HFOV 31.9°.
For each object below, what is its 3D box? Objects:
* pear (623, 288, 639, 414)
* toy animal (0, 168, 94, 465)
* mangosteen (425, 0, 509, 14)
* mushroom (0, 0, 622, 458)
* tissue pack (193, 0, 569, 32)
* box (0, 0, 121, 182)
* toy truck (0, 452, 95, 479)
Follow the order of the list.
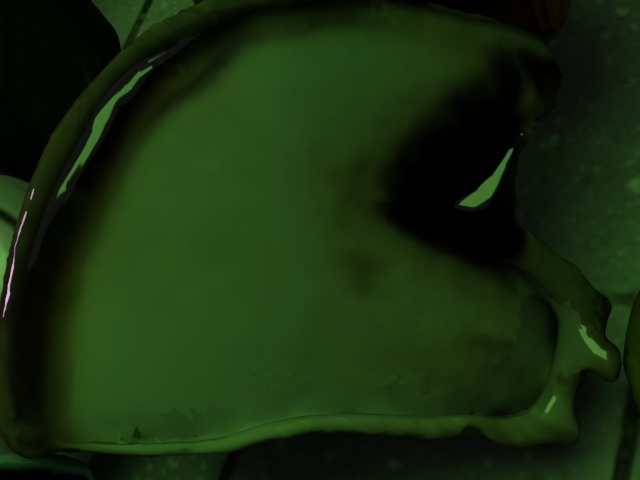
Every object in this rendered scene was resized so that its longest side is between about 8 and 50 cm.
[{"bbox_3d":[0.201,0.050,0.538,0.107,0.107,0.131,17,52,32],"label":"pear"},{"bbox_3d":[-0.239,0.082,0.648,0.267,0.212,0.212,-31,51,11],"label":"toy animal"},{"bbox_3d":[0.031,-0.225,0.525,0.236,0.261,0.235,1,93,20],"label":"mangosteen"},{"bbox_3d":[-0.005,-0.008,0.566,0.292,0.212,0.217,4,89,-12],"label":"mushroom"},{"bbox_3d":[0.043,-0.257,0.789,0.275,0.145,0.194,7,64,27],"label":"tissue pack"},{"bbox_3d":[-0.311,-0.075,0.765,0.329,0.253,0.177,-23,61,9],"label":"box"},{"bbox_3d":[-0.178,0.232,0.490,0.162,0.136,0.305,45,116,45],"label":"toy truck"}]
